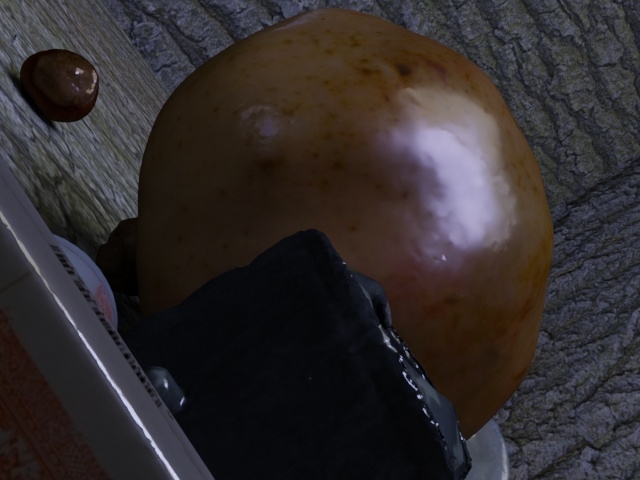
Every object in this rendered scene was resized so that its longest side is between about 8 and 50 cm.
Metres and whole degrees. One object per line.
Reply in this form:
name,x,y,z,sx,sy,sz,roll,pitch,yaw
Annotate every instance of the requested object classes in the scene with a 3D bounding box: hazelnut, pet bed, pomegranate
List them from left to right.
hazelnut,-0.282,-0.168,1.125,0.086,0.086,0.086,56,2,-4
pet bed,-0.034,0.112,0.617,0.183,0.211,0.159,61,2,25
pomegranate,0.000,0.000,0.907,0.411,0.412,0.411,56,2,-4

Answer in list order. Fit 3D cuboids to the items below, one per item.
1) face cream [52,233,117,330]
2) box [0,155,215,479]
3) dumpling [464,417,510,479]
face cream,-0.152,0.045,0.512,0.101,0.101,0.251,56,3,-11
box,-0.124,0.066,0.323,0.201,0.141,0.058,58,-3,0
dumpling,0.081,0.244,1.047,0.175,0.227,0.243,71,-2,-61
